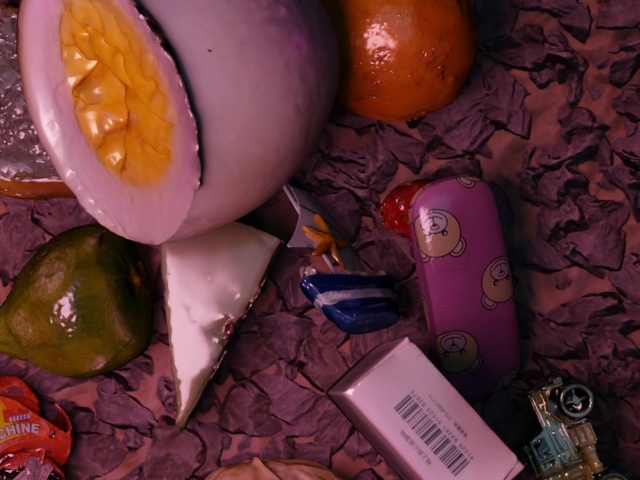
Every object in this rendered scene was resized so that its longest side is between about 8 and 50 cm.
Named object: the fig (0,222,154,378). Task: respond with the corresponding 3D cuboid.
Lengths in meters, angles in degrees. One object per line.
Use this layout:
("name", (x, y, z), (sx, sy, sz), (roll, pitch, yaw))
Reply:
("fig", (-0.348, 0.094, 1.261), (0.235, 0.203, 0.203), (-16, 82, 12))

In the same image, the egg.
("egg", (-0.136, -0.207, 1.163), (0.339, 0.354, 0.355), (-29, 84, -39))

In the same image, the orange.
("orange", (0.098, -0.277, 1.316), (0.240, 0.240, 0.240), (1, 81, -5))

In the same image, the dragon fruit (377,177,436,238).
("dragon fruit", (0.177, -0.038, 1.365), (0.190, 0.094, 0.094), (11, 80, -12))

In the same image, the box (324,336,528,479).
("box", (0.116, 0.232, 1.204), (0.106, 0.299, 0.200), (-41, 86, -10))

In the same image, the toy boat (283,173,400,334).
("toy boat", (0.000, 0.000, 1.315), (0.067, 0.220, 0.291), (-45, 63, 23))

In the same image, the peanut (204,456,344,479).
("peanut", (-0.005, 0.400, 1.247), (0.340, 0.158, 0.174), (39, 50, -2))

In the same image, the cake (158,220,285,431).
("cake", (-0.186, 0.093, 1.281), (0.172, 0.158, 0.284), (27, 83, 1))

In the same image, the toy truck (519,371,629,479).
("toy truck", (0.340, 0.314, 1.304), (0.135, 0.128, 0.260), (-18, 83, 6))

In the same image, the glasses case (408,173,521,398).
("glasses case", (0.200, 0.066, 1.310), (0.123, 0.076, 0.316), (-16, 106, -12))

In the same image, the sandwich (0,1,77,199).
("sandwich", (-0.332, -0.185, 1.335), (0.301, 0.099, 0.271), (4, 78, -6))

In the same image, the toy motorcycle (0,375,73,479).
("toy motorcycle", (-0.431, 0.235, 1.245), (0.298, 0.089, 0.171), (42, 44, 5))
